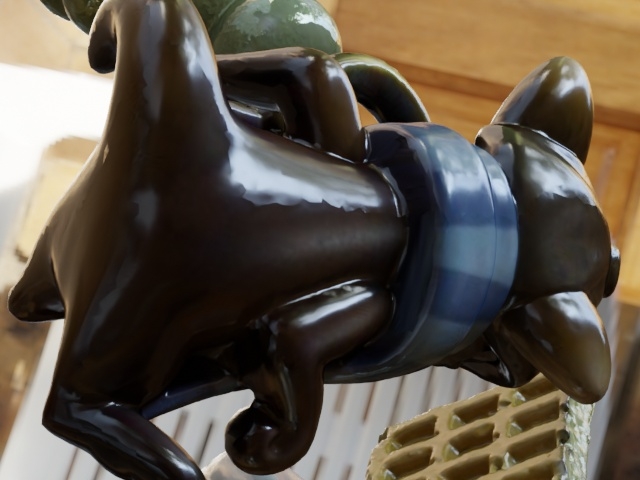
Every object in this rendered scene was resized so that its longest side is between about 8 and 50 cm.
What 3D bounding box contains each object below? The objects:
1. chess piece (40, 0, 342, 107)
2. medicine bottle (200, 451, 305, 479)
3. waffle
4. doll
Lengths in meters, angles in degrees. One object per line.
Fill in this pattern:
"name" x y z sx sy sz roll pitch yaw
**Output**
"chess piece" -0.089 -0.173 1.273 0.144 0.251 0.144 -35 147 -27
"medicine bottle" -0.079 0.347 1.348 0.306 0.245 0.245 -48 159 -1
"waffle" 0.139 0.222 1.545 0.055 0.221 0.248 59 22 -18
"doll" -0.003 0.002 0.923 0.209 0.340 0.318 -47 -131 50
